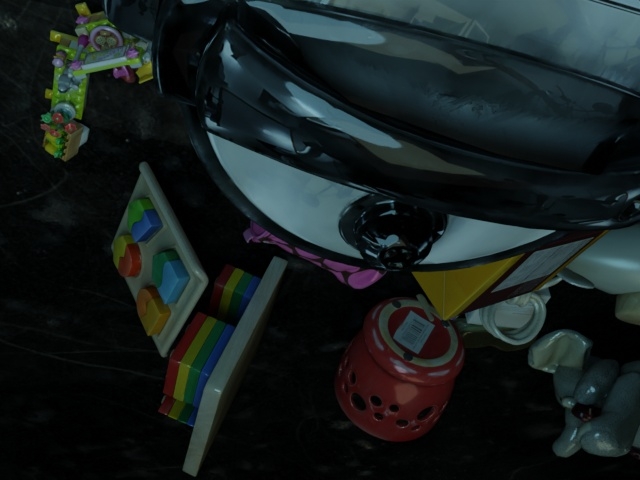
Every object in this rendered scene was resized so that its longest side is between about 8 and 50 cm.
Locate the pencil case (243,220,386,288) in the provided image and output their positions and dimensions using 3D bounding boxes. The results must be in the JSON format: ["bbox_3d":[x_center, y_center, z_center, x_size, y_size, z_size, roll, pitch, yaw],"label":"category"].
[{"bbox_3d":[0.000,0.000,0.942,0.209,0.095,0.098,28,106,-30],"label":"pencil case"}]

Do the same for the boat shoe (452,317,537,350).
[{"bbox_3d":[0.303,0.158,1.173,0.153,0.048,0.056,1,126,-14],"label":"boat shoe"}]

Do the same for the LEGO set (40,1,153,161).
[{"bbox_3d":[-0.239,-0.167,0.731,0.287,0.107,0.132,-26,133,23],"label":"LEGO set"}]

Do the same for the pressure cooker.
[{"bbox_3d":[0.082,-0.177,0.504,0.370,0.420,0.375,-18,135,18],"label":"pressure cooker"}]

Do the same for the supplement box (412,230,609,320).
[{"bbox_3d":[0.188,-0.038,0.783,0.194,0.191,0.129,-9,148,-40],"label":"supplement box"}]

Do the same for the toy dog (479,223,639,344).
[{"bbox_3d":[0.374,0.011,0.904,0.334,0.220,0.161,-4,164,-11],"label":"toy dog"}]

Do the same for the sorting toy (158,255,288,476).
[{"bbox_3d":[-0.158,0.177,1.025,0.089,0.257,0.255,23,135,2],"label":"sorting toy"}]

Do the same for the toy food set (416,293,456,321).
[{"bbox_3d":[0.218,0.087,1.064,0.122,0.078,0.019,-13,135,-13],"label":"toy food set"}]

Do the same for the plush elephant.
[{"bbox_3d":[0.501,0.287,1.185,0.272,0.330,0.255,33,151,-16],"label":"plush elephant"}]

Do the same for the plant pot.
[{"bbox_3d":[0.135,0.204,1.103,0.191,0.191,0.174,9,133,-13],"label":"plant pot"}]

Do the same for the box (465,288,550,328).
[{"bbox_3d":[0.274,0.066,1.020,0.102,0.101,0.087,6,138,-7],"label":"box"}]

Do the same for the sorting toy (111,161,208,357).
[{"bbox_3d":[-0.227,0.031,0.898,0.038,0.193,0.208,-13,150,-37],"label":"sorting toy"}]
